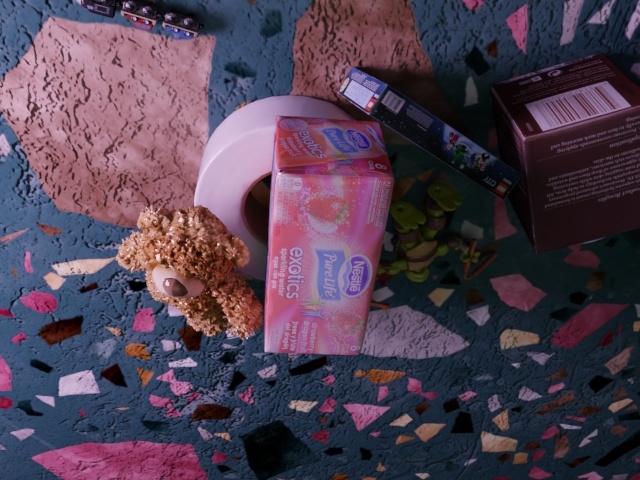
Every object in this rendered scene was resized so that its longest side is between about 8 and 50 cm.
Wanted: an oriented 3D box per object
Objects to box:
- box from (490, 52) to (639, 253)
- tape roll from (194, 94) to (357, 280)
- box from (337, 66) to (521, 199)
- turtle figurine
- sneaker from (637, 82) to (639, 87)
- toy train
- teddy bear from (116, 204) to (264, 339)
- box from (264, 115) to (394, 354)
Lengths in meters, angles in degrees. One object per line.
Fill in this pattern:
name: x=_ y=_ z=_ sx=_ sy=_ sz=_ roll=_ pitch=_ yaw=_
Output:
box: x=0.354 y=-0.123 z=0.914 sx=0.169 sy=0.167 sz=0.203 roll=-15 pitch=127 yaw=7
tape roll: x=-0.045 y=-0.069 z=0.973 sx=0.287 sy=0.100 sz=0.286 roll=-2 pitch=128 yaw=-3
box: x=0.145 y=-0.149 z=0.884 sx=0.233 sy=0.159 sz=0.044 roll=28 pitch=103 yaw=-22
turtle figurine: x=0.173 y=0.003 z=1.049 sx=0.270 sy=0.087 sz=0.217 roll=-14 pitch=143 yaw=-8
sneaker: x=0.462 y=-0.191 z=0.875 sx=0.100 sy=0.107 sz=0.271 roll=-18 pitch=144 yaw=-2
toy train: x=-0.231 y=-0.293 z=0.836 sx=0.159 sy=0.027 sz=0.036 roll=12 pitch=129 yaw=-12
teddy bear: x=-0.203 y=0.066 z=0.971 sx=0.245 sy=0.113 sz=0.338 roll=49 pitch=155 yaw=-10
box: x=0.000 y=0.000 z=0.870 sx=0.142 sy=0.154 sz=0.299 roll=3 pitch=126 yaw=-5
